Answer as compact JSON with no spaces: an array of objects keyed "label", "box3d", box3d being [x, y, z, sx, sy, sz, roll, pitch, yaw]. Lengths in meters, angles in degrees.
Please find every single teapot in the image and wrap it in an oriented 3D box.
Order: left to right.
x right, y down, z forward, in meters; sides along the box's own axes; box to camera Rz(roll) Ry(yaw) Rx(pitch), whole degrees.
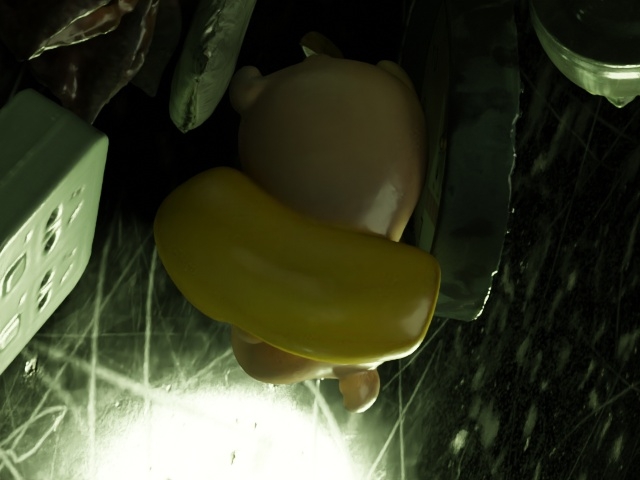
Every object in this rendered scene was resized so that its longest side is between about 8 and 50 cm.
[{"label":"teapot","box3d":[0.375,-0.325,2.280,0.239,0.322,0.239,-22,159,-2]}]

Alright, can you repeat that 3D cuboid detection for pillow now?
[{"label":"pillow","box3d":[-0.080,-0.206,1.520,0.128,0.051,0.229,122,-13,-61]}]

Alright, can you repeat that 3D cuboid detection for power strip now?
[{"label":"power strip","box3d":[-0.297,0.025,1.397,0.261,0.141,0.229,-53,170,-33]}]

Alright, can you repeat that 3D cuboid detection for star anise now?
[{"label":"star anise","box3d":[-0.170,-0.250,1.440,0.331,0.117,0.332,14,90,-69]}]

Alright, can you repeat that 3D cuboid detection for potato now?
[{"label":"potato","box3d":[0.012,-0.192,1.868,0.037,0.036,0.093,-55,147,-18]}]

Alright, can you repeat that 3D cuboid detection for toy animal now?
[{"label":"toy animal","box3d":[-0.022,-0.002,1.779,0.247,0.277,0.345,82,4,-68]}]

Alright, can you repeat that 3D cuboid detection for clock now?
[{"label":"clock","box3d":[0.135,-0.105,1.873,0.386,0.076,0.386,-177,-90,-83]}]
